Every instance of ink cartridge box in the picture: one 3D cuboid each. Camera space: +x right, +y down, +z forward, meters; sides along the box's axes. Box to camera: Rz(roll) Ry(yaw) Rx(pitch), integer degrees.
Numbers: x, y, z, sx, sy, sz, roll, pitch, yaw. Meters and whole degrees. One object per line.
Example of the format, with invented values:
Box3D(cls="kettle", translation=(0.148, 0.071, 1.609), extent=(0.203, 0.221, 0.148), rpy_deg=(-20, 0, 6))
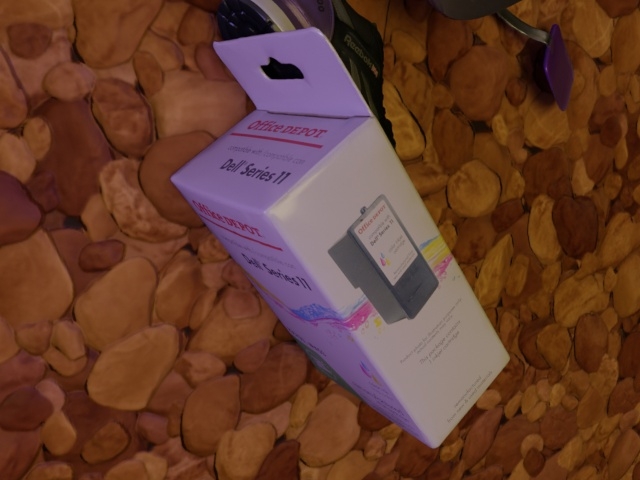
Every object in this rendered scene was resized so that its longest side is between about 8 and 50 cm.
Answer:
Box3D(cls="ink cartridge box", translation=(0.000, 0.000, 0.601), extent=(0.119, 0.207, 0.353), rpy_deg=(-43, 119, -17))

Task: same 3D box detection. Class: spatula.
Box3D(cls="spatula", translation=(0.219, -0.259, 0.770), extent=(0.296, 0.030, 0.084), rpy_deg=(36, 60, -29))

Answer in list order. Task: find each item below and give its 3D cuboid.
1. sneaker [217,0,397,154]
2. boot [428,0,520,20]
Box3D(cls="sneaker", translation=(0.034, -0.144, 0.651), extent=(0.124, 0.107, 0.283), rpy_deg=(-49, 125, -22))
Box3D(cls="boot", translation=(0.190, -0.332, 0.689), extent=(0.305, 0.115, 0.112), rpy_deg=(-48, 128, -15))
